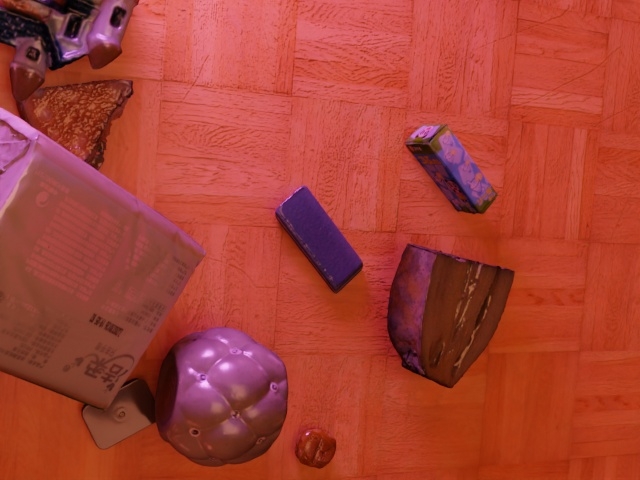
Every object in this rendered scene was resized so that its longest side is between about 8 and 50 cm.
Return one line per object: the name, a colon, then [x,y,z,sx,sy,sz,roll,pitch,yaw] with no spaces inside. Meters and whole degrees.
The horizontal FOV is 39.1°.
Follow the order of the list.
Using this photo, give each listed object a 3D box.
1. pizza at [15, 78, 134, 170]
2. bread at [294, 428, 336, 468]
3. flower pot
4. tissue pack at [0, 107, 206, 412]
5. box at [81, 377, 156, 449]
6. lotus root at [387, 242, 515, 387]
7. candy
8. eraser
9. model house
pizza: [-0.400,-0.215,1.528,0.195,0.052,0.185,-35,101,-13]
bread: [-0.012,0.406,1.770,0.081,0.046,0.083,-47,110,-16]
flower pot: [-0.177,0.273,1.578,0.195,0.246,0.246,9,92,-25]
tissue pack: [-0.420,0.040,1.386,0.332,0.205,0.405,-58,144,-7]
box: [-0.358,0.307,1.611,0.126,0.031,0.091,-28,106,-20]
lotus root: [0.237,0.153,1.808,0.267,0.149,0.260,12,95,-43]
candy: [0.263,-0.143,1.810,0.062,0.097,0.194,-45,111,-12]
eraser: [0.000,0.000,1.738,0.082,0.036,0.225,-43,111,-14]
model house: [-0.427,-0.358,1.437,0.253,0.184,0.291,16,92,-27]
